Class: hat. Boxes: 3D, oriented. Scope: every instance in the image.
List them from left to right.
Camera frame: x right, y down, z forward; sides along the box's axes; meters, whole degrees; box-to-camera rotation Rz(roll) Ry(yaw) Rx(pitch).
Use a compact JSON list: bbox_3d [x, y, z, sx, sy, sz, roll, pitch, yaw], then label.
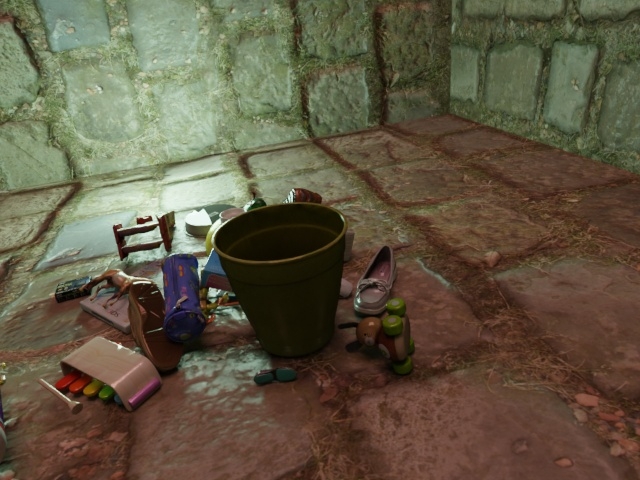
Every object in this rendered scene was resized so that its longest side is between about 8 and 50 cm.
[{"bbox_3d":[-0.289,-0.190,2.117,0.172,0.184,0.208,-5,34,-30],"label":"hat"}]

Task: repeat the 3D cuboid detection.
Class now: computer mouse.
[{"bbox_3d":[0.022,0.138,1.554,0.192,0.042,0.106,14,66,34],"label":"computer mouse"}]

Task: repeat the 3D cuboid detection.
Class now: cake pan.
[{"bbox_3d":[-0.514,-0.102,2.185,0.292,0.054,0.293,-5,27,3],"label":"cake pan"}]

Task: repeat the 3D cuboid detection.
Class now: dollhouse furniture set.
[{"bbox_3d":[-0.768,-0.031,2.047,0.201,0.152,0.374,-11,10,-8],"label":"dollhouse furniture set"}]

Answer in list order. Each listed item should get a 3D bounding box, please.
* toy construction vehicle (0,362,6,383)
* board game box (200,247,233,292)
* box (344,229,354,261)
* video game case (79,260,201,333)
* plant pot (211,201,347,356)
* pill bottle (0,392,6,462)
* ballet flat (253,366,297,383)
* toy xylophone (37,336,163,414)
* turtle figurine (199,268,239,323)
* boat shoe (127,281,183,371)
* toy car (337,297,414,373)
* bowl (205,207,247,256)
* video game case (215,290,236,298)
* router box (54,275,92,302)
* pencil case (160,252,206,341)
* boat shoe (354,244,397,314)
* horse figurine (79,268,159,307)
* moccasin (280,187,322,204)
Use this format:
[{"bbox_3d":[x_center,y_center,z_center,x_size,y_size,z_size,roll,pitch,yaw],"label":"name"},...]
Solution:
[{"bbox_3d":[-0.967,0.399,1.317,0.098,0.035,0.086,-18,29,-21],"label":"toy construction vehicle"},{"bbox_3d":[-0.229,0.104,1.575,0.316,0.064,0.242,13,25,-8],"label":"board game box"},{"bbox_3d":[0.000,0.000,1.732,0.181,0.119,0.180,-2,18,-40],"label":"box"},{"bbox_3d":[-0.641,0.192,1.650,0.299,0.036,0.329,14,33,35],"label":"video game case"},{"bbox_3d":[-0.093,0.123,1.302,0.365,0.353,0.367,-5,27,2],"label":"plant pot"},{"bbox_3d":[-0.864,0.423,1.083,0.181,0.182,0.322,-23,31,-29],"label":"pill bottle"},{"bbox_3d":[-0.119,0.352,1.208,0.114,0.041,0.041,-7,27,-3],"label":"ballet flat"},{"bbox_3d":[-0.605,0.368,1.240,0.322,0.081,0.236,16,34,37],"label":"toy xylophone"},{"bbox_3d":[-0.389,0.198,1.510,0.269,0.087,0.217,-20,48,-1],"label":"turtle figurine"},{"bbox_3d":[-0.506,0.272,1.383,0.121,0.110,0.341,5,34,-38],"label":"boat shoe"},{"bbox_3d":[0.143,0.257,1.221,0.188,0.155,0.149,-7,25,20],"label":"toy car"},{"bbox_3d":[-0.351,-0.046,1.922,0.289,0.156,0.289,-6,26,3],"label":"bowl"},{"bbox_3d":[-0.294,0.160,1.654,0.119,0.015,0.166,0,27,13],"label":"video game case"},{"bbox_3d":[-0.935,0.184,1.733,0.122,0.038,0.092,-15,27,-16],"label":"router box"},{"bbox_3d":[-0.421,0.160,1.385,0.119,0.133,0.306,-12,40,-11],"label":"pencil case"},{"bbox_3d":[0.185,0.129,1.503,0.118,0.103,0.320,5,29,23],"label":"boat shoe"},{"bbox_3d":[-0.731,0.161,1.623,0.263,0.066,0.174,13,39,30],"label":"horse figurine"},{"bbox_3d":[-0.100,-0.111,1.869,0.146,0.380,0.139,3,66,-22],"label":"moccasin"}]
